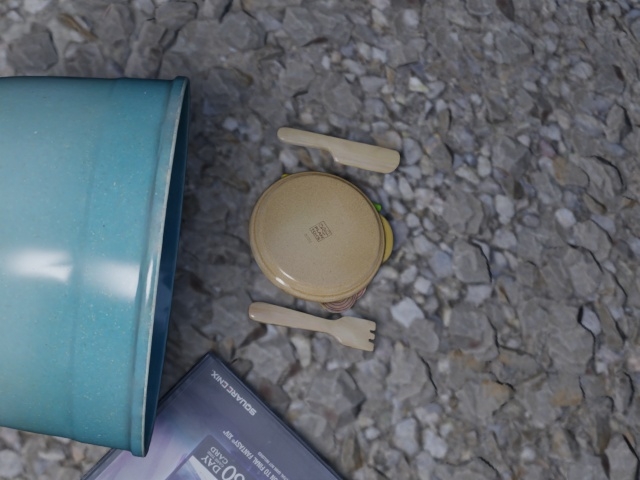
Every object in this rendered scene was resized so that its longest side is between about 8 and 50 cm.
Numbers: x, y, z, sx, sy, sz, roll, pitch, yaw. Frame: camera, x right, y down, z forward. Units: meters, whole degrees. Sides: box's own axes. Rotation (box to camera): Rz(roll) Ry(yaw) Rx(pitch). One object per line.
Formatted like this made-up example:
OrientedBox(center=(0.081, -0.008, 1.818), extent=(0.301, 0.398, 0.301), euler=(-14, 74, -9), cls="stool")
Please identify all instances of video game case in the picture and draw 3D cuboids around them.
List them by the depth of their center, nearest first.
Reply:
OrientedBox(center=(-0.105, 0.241, 0.983), extent=(0.196, 0.026, 0.274), euler=(44, 56, 1), cls="video game case")

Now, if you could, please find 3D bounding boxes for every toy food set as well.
OrientedBox(center=(0.000, 0.000, 1.141), extent=(0.132, 0.038, 0.192), euler=(14, 67, -9), cls="toy food set")

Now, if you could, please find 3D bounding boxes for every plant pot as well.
OrientedBox(center=(-0.234, 0.006, 0.915), extent=(0.255, 0.271, 0.271), euler=(6, 63, -4), cls="plant pot")
